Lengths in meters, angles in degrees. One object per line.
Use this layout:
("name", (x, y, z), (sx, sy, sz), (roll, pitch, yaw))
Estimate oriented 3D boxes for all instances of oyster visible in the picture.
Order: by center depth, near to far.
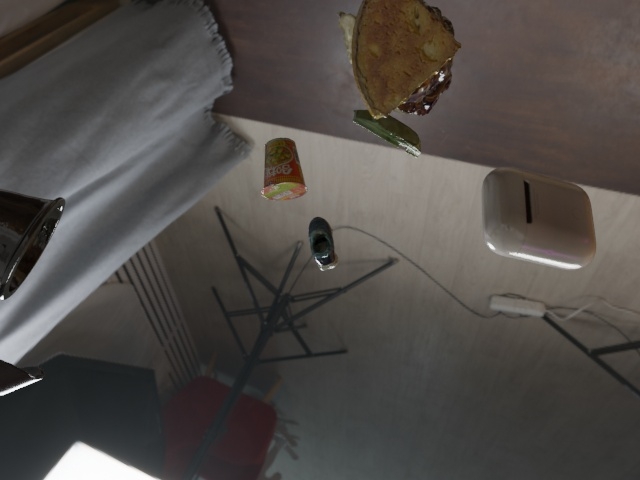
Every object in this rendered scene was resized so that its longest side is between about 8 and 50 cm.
("oyster", (0.148, -0.302, 0.794), (0.100, 0.271, 0.275), (-4, 140, 41))

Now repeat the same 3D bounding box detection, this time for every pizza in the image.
("pizza", (0.104, -0.237, 0.624), (0.134, 0.046, 0.175), (11, 98, -2))

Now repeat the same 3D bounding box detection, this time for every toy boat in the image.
("toy boat", (0.241, -0.373, 1.680), (0.292, 0.093, 0.055), (22, 150, -27))

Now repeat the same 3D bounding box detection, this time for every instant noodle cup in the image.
("instant noodle cup", (-0.156, -0.294, 1.998), (0.192, 0.213, 0.193), (-6, 164, -2))

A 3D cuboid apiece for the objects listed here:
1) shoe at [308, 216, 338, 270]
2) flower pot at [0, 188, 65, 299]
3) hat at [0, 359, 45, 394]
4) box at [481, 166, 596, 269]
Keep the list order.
("shoe", (0.000, 0.000, 1.159), (0.063, 0.143, 0.071), (-18, 144, 7))
("flower pot", (-0.644, -0.014, 0.993), (0.148, 0.236, 0.235), (28, 141, -17))
("hat", (-0.718, 0.344, 0.943), (0.335, 0.209, 0.238), (-6, 157, -1))
("box", (0.651, -0.067, 1.477), (0.348, 0.289, 0.141), (12, 155, -9))
